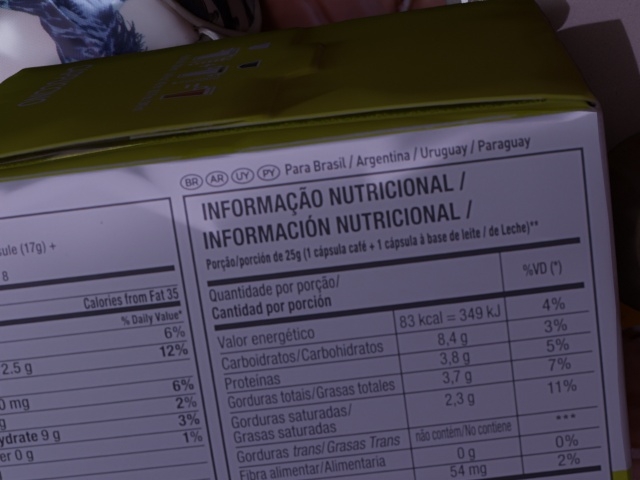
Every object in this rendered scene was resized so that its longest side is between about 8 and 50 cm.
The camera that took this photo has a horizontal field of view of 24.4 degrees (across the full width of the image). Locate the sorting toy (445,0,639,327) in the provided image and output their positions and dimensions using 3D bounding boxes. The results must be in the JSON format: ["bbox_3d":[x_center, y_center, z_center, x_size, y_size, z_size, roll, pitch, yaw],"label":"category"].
[{"bbox_3d":[0.183,-0.117,0.967,0.196,0.047,0.347,-5,97,25],"label":"sorting toy"}]

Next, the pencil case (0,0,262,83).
[{"bbox_3d":[-0.233,-0.091,1.058,0.410,0.160,0.183,-37,50,21],"label":"pencil case"}]

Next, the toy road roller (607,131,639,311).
[{"bbox_3d":[0.336,-0.013,0.825,0.329,0.202,0.240,28,92,-6],"label":"toy road roller"}]

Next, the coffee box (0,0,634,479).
[{"bbox_3d":[-0.017,0.065,0.822,0.338,0.337,0.334,-7,106,5],"label":"coffee box"}]
